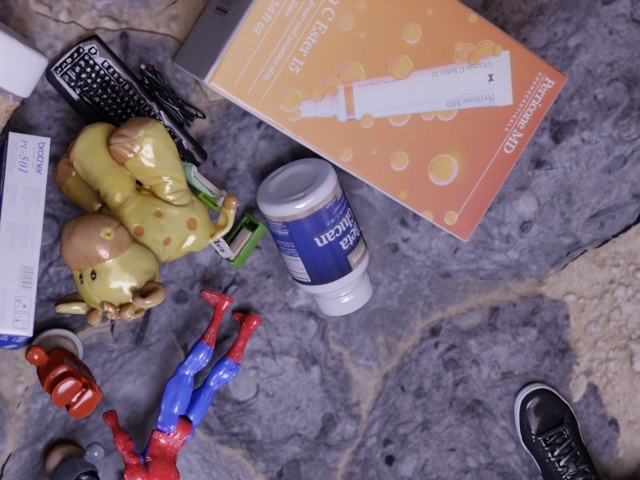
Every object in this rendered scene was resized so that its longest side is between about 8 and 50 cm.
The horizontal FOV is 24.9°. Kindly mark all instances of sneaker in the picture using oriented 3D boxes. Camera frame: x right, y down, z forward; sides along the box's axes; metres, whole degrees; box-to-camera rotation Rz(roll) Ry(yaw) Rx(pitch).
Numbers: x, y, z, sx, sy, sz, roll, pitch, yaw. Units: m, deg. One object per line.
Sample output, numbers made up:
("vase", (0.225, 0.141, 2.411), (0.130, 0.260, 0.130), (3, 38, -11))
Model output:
("sneaker", (0.317, 0.283, 1.795), (0.079, 0.121, 0.217), (-28, 111, -10))

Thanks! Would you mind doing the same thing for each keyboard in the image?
("keyboard", (-0.197, -0.141, 1.562), (0.100, 0.038, 0.192), (-44, 113, -2))

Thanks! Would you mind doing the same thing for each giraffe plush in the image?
("giraffe plush", (-0.204, 0.001, 1.490), (0.210, 0.181, 0.170), (39, 50, -8))

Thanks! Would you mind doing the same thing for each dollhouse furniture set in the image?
("dollhouse furniture set", (-0.129, -0.035, 1.581), (0.059, 0.076, 0.151), (-53, 132, -4))

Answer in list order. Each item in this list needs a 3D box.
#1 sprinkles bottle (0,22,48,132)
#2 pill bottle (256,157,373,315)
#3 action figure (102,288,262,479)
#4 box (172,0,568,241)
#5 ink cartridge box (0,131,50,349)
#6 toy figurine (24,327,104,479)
("sprinkles bottle", (-0.417, -0.068, 1.466), (0.121, 0.121, 0.355), (31, 93, -22))
("pill bottle", (0.000, 0.000, 1.626), (0.094, 0.094, 0.169), (-30, 123, -8))
("action figure", (-0.181, 0.194, 1.628), (0.091, 0.139, 0.280), (38, 67, -39))
("box", (0.052, -0.184, 1.559), (0.345, 0.168, 0.215), (30, 94, -23))
("ink cartridge box", (-0.314, 0.002, 1.487), (0.046, 0.097, 0.207), (8, 76, -19))
("toy figurine", (-0.338, 0.209, 1.560), (0.213, 0.148, 0.210), (-11, 113, -17))
